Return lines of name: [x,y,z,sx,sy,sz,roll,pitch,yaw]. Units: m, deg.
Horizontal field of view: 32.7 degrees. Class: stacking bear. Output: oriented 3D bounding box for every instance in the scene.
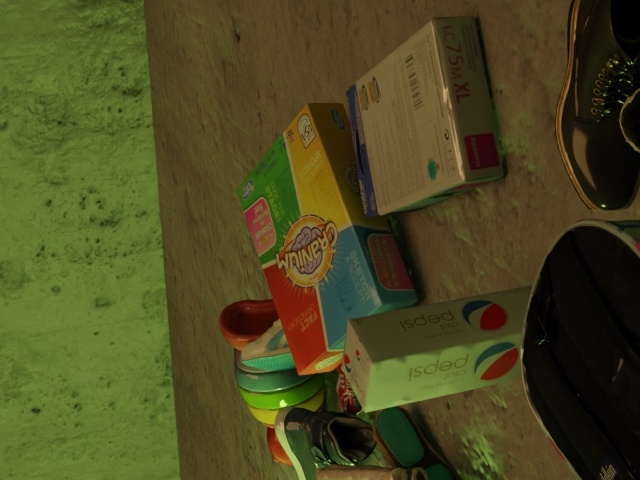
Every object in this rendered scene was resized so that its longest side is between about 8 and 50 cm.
stacking bear: [-0.061,0.256,1.889,0.164,0.175,0.289,-78,-23,-67]

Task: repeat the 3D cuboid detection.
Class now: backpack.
backpack: [0.261,0.100,0.786,0.253,0.191,0.225,53,145,42]

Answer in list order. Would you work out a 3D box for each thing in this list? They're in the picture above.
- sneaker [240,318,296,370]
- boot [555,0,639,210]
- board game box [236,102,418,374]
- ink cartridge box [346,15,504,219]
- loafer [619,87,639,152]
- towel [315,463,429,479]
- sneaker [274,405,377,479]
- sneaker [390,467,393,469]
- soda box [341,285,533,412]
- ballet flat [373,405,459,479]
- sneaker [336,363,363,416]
sneaker: [-0.029,0.139,1.719,0.087,0.228,0.092,29,-138,-53]
boot: [0.236,-0.118,0.883,0.137,0.076,0.198,-70,-27,-83]
board game box: [0.000,0.000,1.567,0.242,0.064,0.317,-46,57,47]
ink cartridge box: [0.115,-0.136,1.330,0.311,0.065,0.186,158,103,-69]
loafer: [0.302,-0.068,0.747,0.268,0.092,0.102,-157,59,-70]
towel: [0.091,0.448,1.391,0.317,0.053,0.332,146,113,-68]
sneaker: [0.038,0.362,1.740,0.163,0.086,0.226,-7,122,45]
sneaker: [0.105,0.387,1.552,0.232,0.090,0.115,-175,81,-70]
soda box: [0.135,0.110,1.130,0.069,0.216,0.074,-121,28,-47]
ballet flat: [0.141,0.319,1.466,0.073,0.080,0.232,60,-177,-42]
sneaker: [0.049,0.227,1.716,0.067,0.042,0.118,-111,14,-44]
